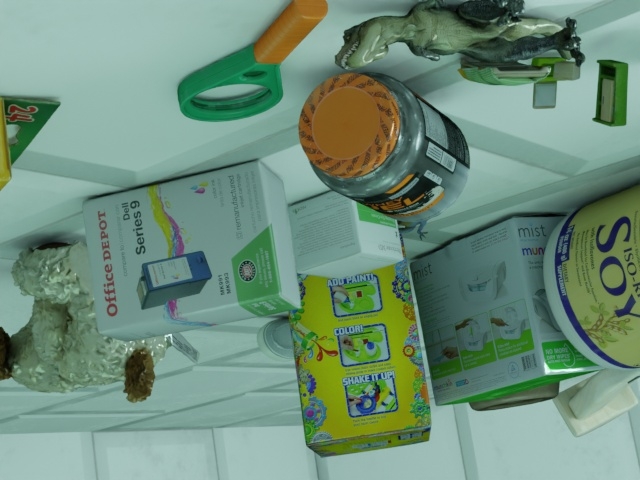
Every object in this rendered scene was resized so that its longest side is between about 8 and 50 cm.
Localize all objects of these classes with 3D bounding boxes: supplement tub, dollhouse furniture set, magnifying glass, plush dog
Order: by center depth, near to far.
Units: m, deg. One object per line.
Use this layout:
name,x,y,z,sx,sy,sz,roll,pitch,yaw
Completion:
magnifying glass,-0.054,-0.149,1.074,0.092,0.026,0.231,-2,167,-26
dollhouse furniture set,0.202,-0.134,1.160,0.151,0.059,0.076,-4,-165,-18
supplement tub,0.059,-0.087,1.193,0.117,0.117,0.190,-15,165,22
plush dog,-0.302,0.129,1.634,0.225,0.211,0.262,-26,160,38
supplement tub,0.485,0.026,1.674,0.241,0.241,0.331,1,163,-36

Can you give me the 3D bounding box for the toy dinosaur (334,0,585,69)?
toy dinosaur,0.142,-0.168,1.033,0.268,0.064,0.118,-3,-177,-33

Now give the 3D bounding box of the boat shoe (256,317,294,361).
boat shoe,-0.013,0.163,2.296,0.227,0.079,0.081,-2,157,-45

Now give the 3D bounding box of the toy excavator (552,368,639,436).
toy excavator,0.554,0.150,1.996,0.445,0.222,0.433,-30,163,8

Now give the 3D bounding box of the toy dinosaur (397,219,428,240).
toy dinosaur,0.122,-0.035,1.665,0.082,0.047,0.090,-21,-163,12

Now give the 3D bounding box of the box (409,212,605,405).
box,0.265,0.107,1.882,0.126,0.231,0.262,-1,164,-32

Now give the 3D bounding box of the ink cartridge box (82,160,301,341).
ink cartridge box,-0.142,0.015,1.405,0.212,0.154,0.093,-12,166,13

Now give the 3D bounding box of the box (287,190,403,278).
box,0.030,-0.008,1.564,0.102,0.087,0.101,-17,164,32

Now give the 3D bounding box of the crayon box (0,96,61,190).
crayon box,-0.400,-0.058,1.097,0.318,0.081,0.202,-2,164,-29

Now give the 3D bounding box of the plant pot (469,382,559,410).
plant pot,0.309,0.164,2.160,0.263,0.229,0.263,-9,168,-2

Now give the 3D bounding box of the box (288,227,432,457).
box,0.054,0.158,1.857,0.177,0.279,0.290,-9,167,2
